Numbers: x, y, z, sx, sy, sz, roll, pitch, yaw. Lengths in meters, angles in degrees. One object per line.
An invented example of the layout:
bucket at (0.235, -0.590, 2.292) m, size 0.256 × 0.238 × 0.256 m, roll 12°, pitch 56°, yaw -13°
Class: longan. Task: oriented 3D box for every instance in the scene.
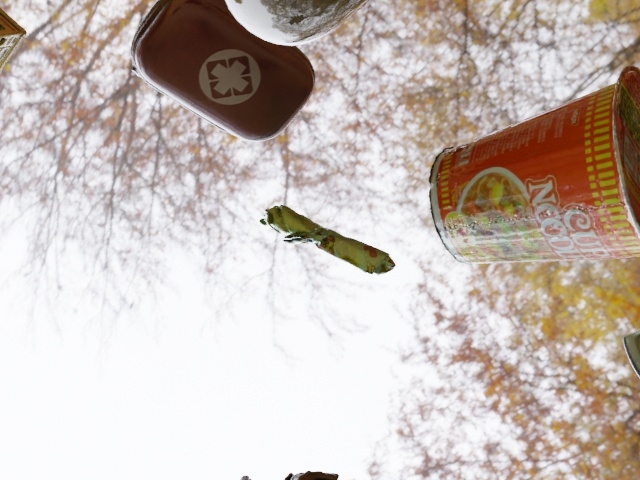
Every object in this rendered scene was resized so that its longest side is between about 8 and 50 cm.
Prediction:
longan at (-0.025, -0.342, 1.042) m, size 0.196 × 0.220 × 0.196 m, roll 36°, pitch -136°, yaw -43°

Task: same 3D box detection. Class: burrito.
burrito at (0.000, 0.000, 1.591) m, size 0.288 × 0.054 × 0.104 m, roll 26°, pitch -165°, yaw 24°

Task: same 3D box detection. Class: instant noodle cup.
instant noodle cup at (0.232, -0.057, 0.870) m, size 0.193 × 0.212 × 0.193 m, roll 17°, pitch -113°, yaw -49°

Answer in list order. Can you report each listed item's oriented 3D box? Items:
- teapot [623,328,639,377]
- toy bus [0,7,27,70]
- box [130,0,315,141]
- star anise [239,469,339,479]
teapot at (0.479, 0.131, 1.122) m, size 0.111 × 0.149 × 0.108 m, roll 58°, pitch -157°, yaw -53°
toy bus at (-0.684, -0.435, 1.498) m, size 0.335 × 0.121 × 0.123 m, roll 42°, pitch -157°, yaw -5°
box at (-0.205, -0.379, 1.870) m, size 0.404 × 0.263 × 0.108 m, roll 29°, pitch -153°, yaw -29°
star anise at (-0.014, 0.362, 1.184) m, size 0.220 × 0.214 × 0.099 m, roll 3°, pitch -93°, yaw -13°
